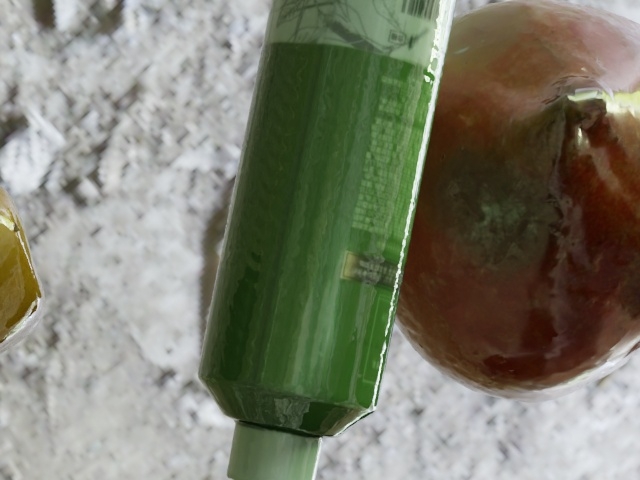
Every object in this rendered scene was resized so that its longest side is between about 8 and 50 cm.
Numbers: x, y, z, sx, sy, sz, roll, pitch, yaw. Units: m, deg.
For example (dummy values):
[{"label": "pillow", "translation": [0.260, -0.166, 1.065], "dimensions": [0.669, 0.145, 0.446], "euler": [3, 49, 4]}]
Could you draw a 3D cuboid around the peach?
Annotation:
[{"label": "peach", "translation": [0.129, -0.032, 0.983], "dimensions": [0.232, 0.232, 0.256], "euler": [-34, 174, -11]}]

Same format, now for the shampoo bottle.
[{"label": "shampoo bottle", "translation": [0.000, 0.000, 0.560], "dimensions": [0.065, 0.065, 0.204], "euler": [16, 83, -45]}]

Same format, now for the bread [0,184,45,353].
[{"label": "bread", "translation": [-0.131, 0.023, 0.510], "dimensions": [0.103, 0.049, 0.062], "euler": [-25, 165, -20]}]
